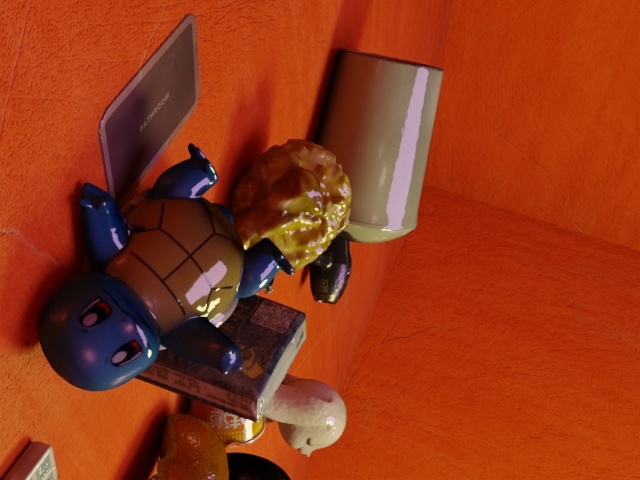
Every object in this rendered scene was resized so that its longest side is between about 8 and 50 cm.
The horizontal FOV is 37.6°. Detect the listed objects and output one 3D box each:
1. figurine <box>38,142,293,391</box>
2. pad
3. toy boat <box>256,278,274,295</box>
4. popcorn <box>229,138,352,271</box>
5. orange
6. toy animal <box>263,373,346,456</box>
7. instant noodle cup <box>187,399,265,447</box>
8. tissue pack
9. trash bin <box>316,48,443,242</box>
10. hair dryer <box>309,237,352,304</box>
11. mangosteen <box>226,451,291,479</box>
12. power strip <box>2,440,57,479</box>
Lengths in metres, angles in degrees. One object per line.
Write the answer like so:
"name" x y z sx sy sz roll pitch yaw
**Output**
"figurine" -0.202 0.022 1.257 0.298 0.243 0.416 58 29 -15
"pad" -0.227 -0.178 1.286 0.176 0.002 0.266 94 18 -48
"toy boat" -0.163 0.142 1.923 0.220 0.067 0.291 46 66 -77
"popcorn" -0.068 -0.059 1.729 0.251 0.206 0.237 -30 157 -47
"orange" -0.255 0.445 1.718 0.237 0.158 0.179 -65 -175 -33
"toy animal" -0.067 0.398 2.248 0.271 0.265 0.206 13 94 -76
"instant noodle cup" -0.184 0.284 1.840 0.168 0.168 0.185 -49 146 -62
"tissue pack" -0.170 0.146 1.410 0.185 0.257 0.081 -58 160 -44
"trash bin" 0.119 -0.208 2.172 0.280 0.280 0.432 -33 136 -71
"hair dryer" 0.000 0.000 2.412 0.359 0.120 0.304 27 73 -69
"mangosteen" -0.186 0.608 2.034 0.313 0.297 0.297 -33 -155 52
"power strip" -0.401 0.346 1.206 0.192 0.035 0.081 -60 163 -47
